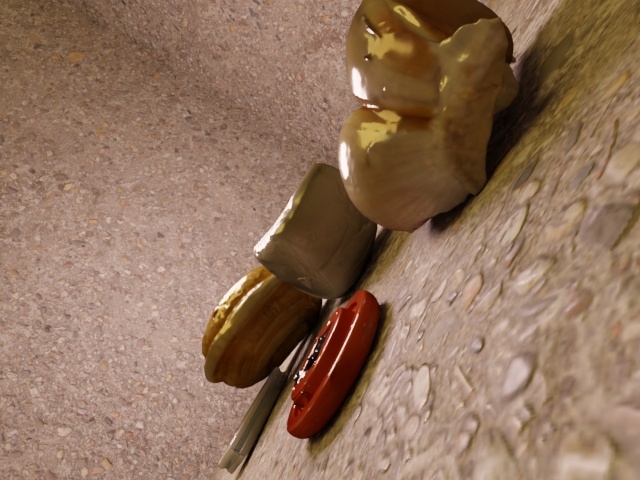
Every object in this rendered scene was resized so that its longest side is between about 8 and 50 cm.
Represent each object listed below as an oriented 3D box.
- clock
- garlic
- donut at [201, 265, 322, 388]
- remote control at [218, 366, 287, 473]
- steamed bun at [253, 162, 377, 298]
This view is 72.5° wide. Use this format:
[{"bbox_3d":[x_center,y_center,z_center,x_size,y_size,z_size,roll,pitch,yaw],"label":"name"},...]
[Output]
[{"bbox_3d":[0.012,0.156,0.569,0.205,0.051,0.205,-59,1,1],"label":"clock"},{"bbox_3d":[0.134,-0.172,0.541,0.249,0.286,0.313,-13,27,19],"label":"garlic"},{"bbox_3d":[-0.163,0.247,1.285,0.449,0.198,0.449,-46,-18,-20],"label":"donut"},{"bbox_3d":[-0.173,0.475,1.176,0.103,0.055,0.277,-60,-3,34],"label":"remote control"},{"bbox_3d":[0.004,0.001,1.000,0.247,0.236,0.383,-56,5,-19],"label":"steamed bun"}]
